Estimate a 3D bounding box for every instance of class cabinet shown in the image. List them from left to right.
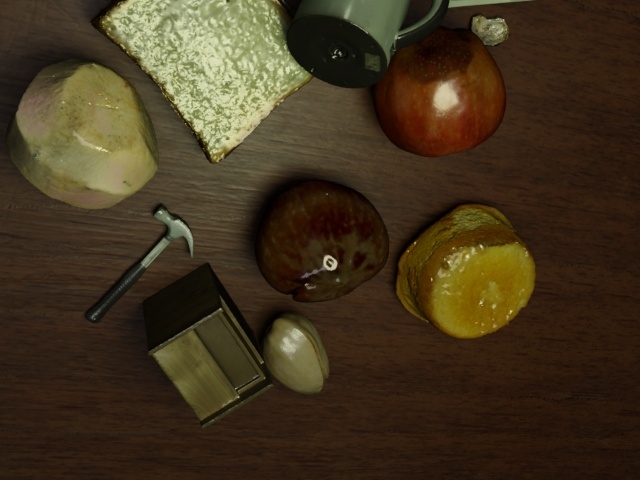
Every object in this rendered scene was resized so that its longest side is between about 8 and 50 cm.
[{"bbox_3d":[-0.202,0.178,1.314,0.148,0.215,0.175,-31,113,-3],"label":"cabinet"}]

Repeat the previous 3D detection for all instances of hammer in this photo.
[{"bbox_3d":[-0.320,0.058,1.345,0.103,0.029,0.246,40,96,-22],"label":"hammer"}]

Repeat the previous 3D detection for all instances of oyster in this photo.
[{"bbox_3d":[0.306,-0.376,1.375,0.083,0.019,0.054,4,105,-14],"label":"oyster"}]

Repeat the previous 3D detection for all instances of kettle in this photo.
[{"bbox_3d":[0.087,-0.374,1.190,0.221,0.161,0.237,15,65,12],"label":"kettle"}]

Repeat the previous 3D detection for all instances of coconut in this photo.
[{"bbox_3d":[-0.360,-0.151,1.161,0.237,0.236,0.197,40,54,-23],"label":"coconut"}]

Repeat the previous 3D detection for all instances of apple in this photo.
[{"bbox_3d":[0.198,-0.255,1.277,0.229,0.230,0.230,-5,109,-14],"label":"apple"}]

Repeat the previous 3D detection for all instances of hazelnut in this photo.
[{"bbox_3d":[0.000,0.000,1.317,0.233,0.218,0.218,-22,112,-5],"label":"hazelnut"}]

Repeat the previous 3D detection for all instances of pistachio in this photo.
[{"bbox_3d":[-0.045,0.211,1.418,0.124,0.124,0.185,-38,120,-1],"label":"pistachio"}]

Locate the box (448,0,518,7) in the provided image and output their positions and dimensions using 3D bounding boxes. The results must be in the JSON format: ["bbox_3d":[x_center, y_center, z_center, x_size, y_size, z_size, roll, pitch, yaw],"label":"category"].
[{"bbox_3d":[0.292,-0.518,1.249,0.224,0.117,0.225,-9,122,-12],"label":"box"}]

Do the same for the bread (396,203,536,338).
[{"bbox_3d":[0.280,0.069,1.450,0.268,0.146,0.269,-6,113,-14],"label":"bread"}]

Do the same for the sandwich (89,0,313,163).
[{"bbox_3d":[-0.169,-0.321,1.219,0.271,0.099,0.301,-42,115,-5],"label":"sandwich"}]
